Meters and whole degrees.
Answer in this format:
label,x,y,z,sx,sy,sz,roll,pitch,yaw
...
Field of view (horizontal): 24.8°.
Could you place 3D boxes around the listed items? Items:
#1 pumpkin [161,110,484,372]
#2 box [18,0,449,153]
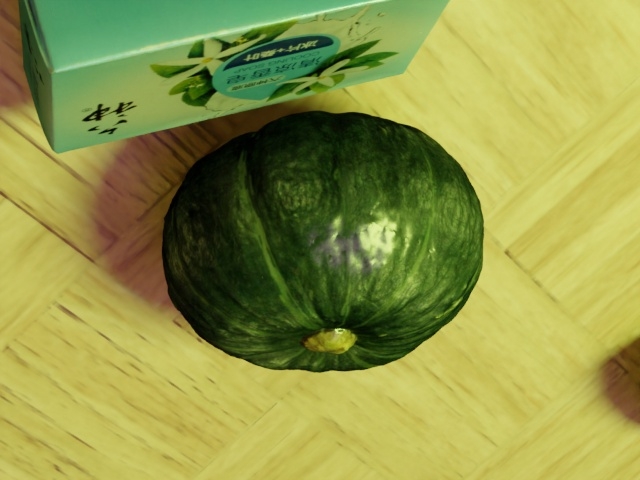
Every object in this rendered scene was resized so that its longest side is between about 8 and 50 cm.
label,x,y,z,sx,sy,sz,roll,pitch,yaw
pumpkin,0.002,0.001,0.938,0.212,0.152,0.211,3,151,2
box,-0.052,-0.130,0.830,0.232,0.083,0.142,-16,170,-13
